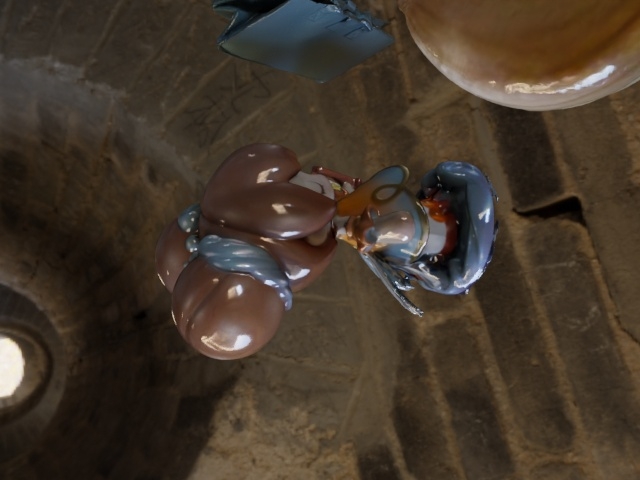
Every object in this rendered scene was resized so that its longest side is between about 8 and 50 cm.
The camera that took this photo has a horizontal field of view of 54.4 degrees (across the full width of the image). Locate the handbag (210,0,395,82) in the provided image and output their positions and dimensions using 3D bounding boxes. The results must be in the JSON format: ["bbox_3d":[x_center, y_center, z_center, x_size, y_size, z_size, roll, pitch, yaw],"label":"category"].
[{"bbox_3d":[-0.014,-0.262,0.782,0.144,0.221,0.057,-11,-96,34],"label":"handbag"}]

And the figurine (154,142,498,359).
[{"bbox_3d":[0.000,-0.001,0.802,0.276,0.387,0.249,-143,-120,-63],"label":"figurine"}]

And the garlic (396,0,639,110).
[{"bbox_3d":[0.143,-0.142,0.420,0.206,0.128,0.115,4,-101,21],"label":"garlic"}]
